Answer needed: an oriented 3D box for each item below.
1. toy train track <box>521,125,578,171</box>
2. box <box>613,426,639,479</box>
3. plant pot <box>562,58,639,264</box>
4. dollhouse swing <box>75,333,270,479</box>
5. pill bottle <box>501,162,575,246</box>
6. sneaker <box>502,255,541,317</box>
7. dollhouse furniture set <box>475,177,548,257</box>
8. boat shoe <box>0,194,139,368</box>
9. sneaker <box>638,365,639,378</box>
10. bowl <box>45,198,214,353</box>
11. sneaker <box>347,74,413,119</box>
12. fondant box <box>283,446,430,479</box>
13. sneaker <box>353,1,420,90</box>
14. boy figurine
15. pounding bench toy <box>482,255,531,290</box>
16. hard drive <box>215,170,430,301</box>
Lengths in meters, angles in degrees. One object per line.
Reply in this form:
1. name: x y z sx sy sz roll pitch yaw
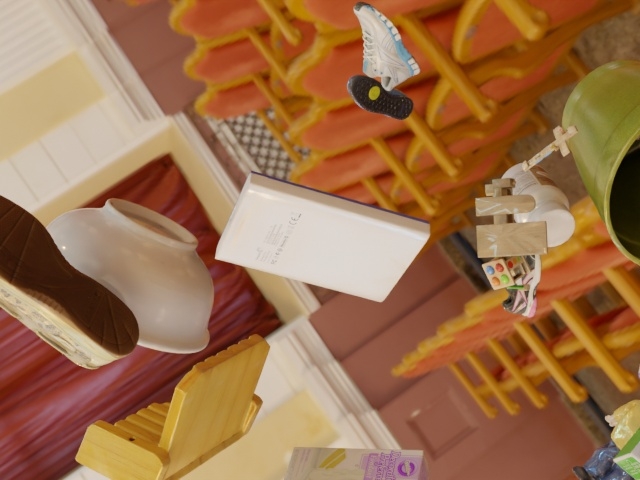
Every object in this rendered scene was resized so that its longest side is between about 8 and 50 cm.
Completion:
1. toy train track: 0.281 -0.115 1.096 0.014 0.083 0.048 25 -140 -33
2. box: 0.631 0.311 1.347 0.231 0.262 0.127 40 169 16
3. plant pot: 0.649 -0.187 1.716 0.366 0.367 0.353 61 -174 -31
4. dollhouse swing: -0.321 0.339 1.964 0.315 0.347 0.304 16 112 30
5. pill bottle: 0.523 -0.085 2.129 0.131 0.131 0.229 61 -172 -30
6. sneaker: 0.427 0.082 1.892 0.072 0.077 0.178 -72 -16 -74
7. dollhouse furniture set: 0.366 -0.043 1.607 0.151 0.123 0.144 3 -96 -61
8. boat shoe: -0.346 0.053 1.042 0.285 0.089 0.104 47 -145 -18
9. sneaker: 0.501 0.296 1.167 0.130 0.236 0.323 22 179 -19
10. bowl: -0.266 0.030 1.262 0.298 0.134 0.298 28 -172 -4
11. sneaker: 0.117 -0.324 1.969 0.209 0.069 0.082 13 -162 -47
12. fondant box: 0.072 0.603 2.046 0.238 0.330 0.096 -71 -29 -47
13. sneaker: 0.099 -0.323 1.506 0.190 0.083 0.071 46 -178 -44
14. boy figurine: 0.607 0.372 1.664 0.092 0.285 0.177 41 -174 -29
15. pounding bench toy: 0.344 0.066 1.612 0.052 0.065 0.083 -23 95 52
16. hard drive: 0.000 0.000 1.532 0.210 0.319 0.040 120 160 -46
